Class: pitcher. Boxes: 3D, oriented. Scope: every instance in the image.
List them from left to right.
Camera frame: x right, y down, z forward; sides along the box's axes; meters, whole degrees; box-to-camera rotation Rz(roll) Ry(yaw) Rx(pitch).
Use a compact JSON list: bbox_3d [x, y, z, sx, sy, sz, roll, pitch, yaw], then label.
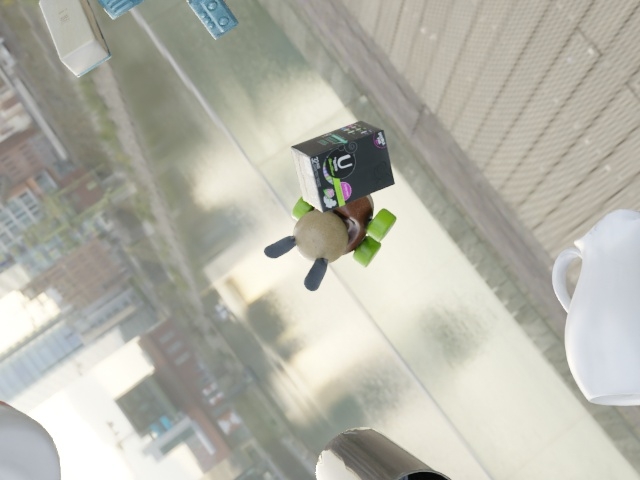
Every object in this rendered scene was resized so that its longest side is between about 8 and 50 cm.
[{"bbox_3d":[0.335,0.088,1.099,0.178,0.125,0.207,138,137,-63],"label":"pitcher"}]

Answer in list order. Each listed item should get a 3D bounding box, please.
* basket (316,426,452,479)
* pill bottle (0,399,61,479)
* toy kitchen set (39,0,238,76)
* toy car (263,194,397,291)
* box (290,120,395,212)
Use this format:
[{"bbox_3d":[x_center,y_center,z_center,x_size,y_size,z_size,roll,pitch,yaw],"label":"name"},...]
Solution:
[{"bbox_3d":[0.084,0.355,1.271,0.227,0.154,0.204,-140,58,-70],"label":"basket"},{"bbox_3d":[-0.373,0.160,0.726,0.318,0.176,0.176,19,152,27],"label":"pill bottle"},{"bbox_3d":[-0.229,-0.285,1.245,0.122,0.207,0.166,63,-173,32],"label":"toy kitchen set"},{"bbox_3d":[0.000,0.000,1.476,0.155,0.188,0.149,36,141,9],"label":"toy car"},{"bbox_3d":[0.022,-0.075,0.932,0.052,0.083,0.062,35,143,59],"label":"box"}]
